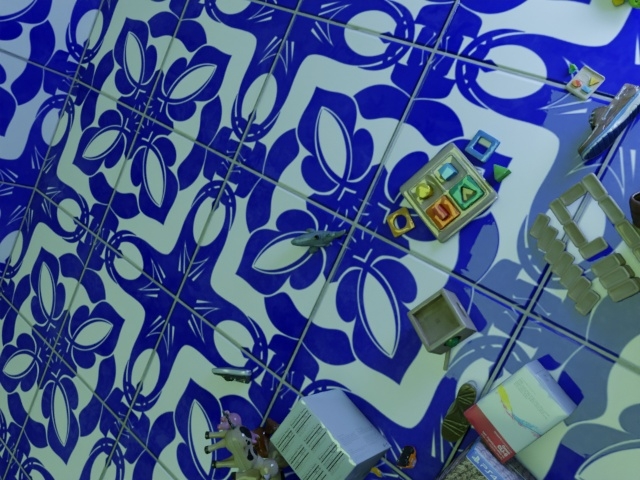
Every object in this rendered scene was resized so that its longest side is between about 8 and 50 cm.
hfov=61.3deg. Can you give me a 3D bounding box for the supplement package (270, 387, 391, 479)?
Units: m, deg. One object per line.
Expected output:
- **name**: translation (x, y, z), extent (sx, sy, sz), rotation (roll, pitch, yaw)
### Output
- **supplement package**: translation (0.026, 0.503, 1.343), extent (0.203, 0.194, 0.149), rotation (43, 106, 29)

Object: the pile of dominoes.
- **pile of dominoes**: translation (0.575, 0.012, 1.147), extent (0.196, 0.040, 0.251), rotation (-46, 61, 42)

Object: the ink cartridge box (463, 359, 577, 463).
- **ink cartridge box**: translation (0.427, 0.359, 1.150), extent (0.176, 0.128, 0.127), rotation (-47, 63, 19)

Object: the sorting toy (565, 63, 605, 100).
- **sorting toy**: translation (0.580, -0.360, 1.208), extent (0.083, 0.012, 0.062), rotation (47, 109, 27)

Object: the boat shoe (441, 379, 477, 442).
- **boat shoe**: translation (0.328, 0.400, 1.263), extent (0.056, 0.048, 0.152), rotation (20, 102, 24)

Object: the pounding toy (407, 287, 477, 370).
- **pounding toy**: translation (0.293, 0.214, 1.282), extent (0.130, 0.100, 0.141), rotation (-40, 55, 21)

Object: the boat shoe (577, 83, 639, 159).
- **boat shoe**: translation (0.611, -0.253, 1.152), extent (0.183, 0.066, 0.066), rotation (-47, 58, 8)

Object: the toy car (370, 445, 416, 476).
- **toy car**: translation (0.187, 0.549, 1.336), extent (0.122, 0.060, 0.040), rotation (-29, 114, 34)

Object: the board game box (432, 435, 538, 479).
- **board game box**: translation (0.336, 0.603, 1.155), extent (0.232, 0.141, 0.291), rotation (44, 107, 21)

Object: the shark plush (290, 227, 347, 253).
- **shark plush**: translation (0.000, 0.000, 1.494), extent (0.161, 0.067, 0.073), rotation (2, 85, 32)

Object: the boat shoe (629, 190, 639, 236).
- **boat shoe**: translation (0.754, -0.080, 0.980), extent (0.342, 0.123, 0.123), rotation (-8, 40, 36)

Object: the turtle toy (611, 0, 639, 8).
- **turtle toy**: translation (0.665, -0.547, 1.146), extent (0.095, 0.066, 0.130), rotation (-22, 73, 28)

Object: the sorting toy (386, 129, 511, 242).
- **sorting toy**: translation (0.306, -0.119, 1.330), extent (0.348, 0.047, 0.195), rotation (-43, 65, 21)

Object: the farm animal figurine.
- **farm animal figurine**: translation (-0.145, 0.591, 1.383), extent (0.173, 0.330, 0.326), rotation (-14, 72, 10)

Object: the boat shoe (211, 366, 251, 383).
- **boat shoe**: translation (-0.271, 0.407, 1.627), extent (0.142, 0.049, 0.040), rotation (-2, 83, 30)
